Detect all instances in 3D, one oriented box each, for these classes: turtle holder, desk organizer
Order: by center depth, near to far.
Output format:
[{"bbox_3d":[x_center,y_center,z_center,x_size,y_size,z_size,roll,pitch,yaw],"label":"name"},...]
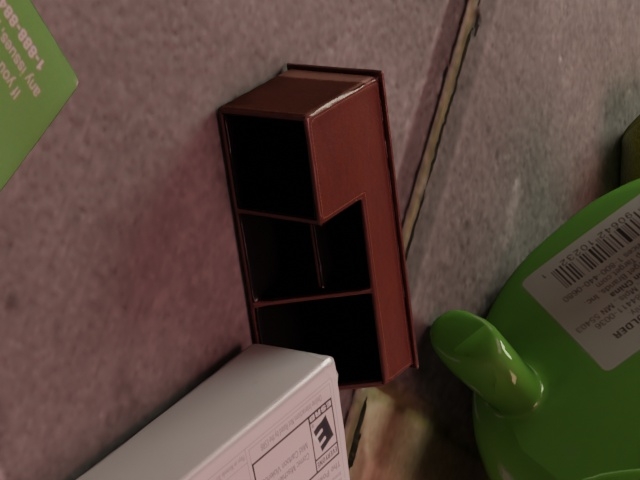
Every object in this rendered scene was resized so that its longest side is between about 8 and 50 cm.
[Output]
[{"bbox_3d":[0.000,0.000,0.677,0.050,0.047,0.130,-34,124,-46],"label":"desk organizer"},{"bbox_3d":[0.231,0.099,0.791,0.243,0.320,0.227,-55,133,-26],"label":"turtle holder"}]

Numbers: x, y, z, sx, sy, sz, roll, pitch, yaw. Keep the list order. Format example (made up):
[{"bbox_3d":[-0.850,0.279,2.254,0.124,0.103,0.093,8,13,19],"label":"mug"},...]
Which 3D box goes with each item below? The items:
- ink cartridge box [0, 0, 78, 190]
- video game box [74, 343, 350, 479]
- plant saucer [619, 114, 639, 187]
[{"bbox_3d":[-0.172,-0.015,0.366,0.219,0.093,0.160,-60,141,-31],"label":"ink cartridge box"},{"bbox_3d":[-0.053,0.165,0.629,0.205,0.048,0.187,-35,123,-48],"label":"video game box"},{"bbox_3d":[0.224,-0.005,1.020,0.188,0.045,0.188,-15,109,-56],"label":"plant saucer"}]
